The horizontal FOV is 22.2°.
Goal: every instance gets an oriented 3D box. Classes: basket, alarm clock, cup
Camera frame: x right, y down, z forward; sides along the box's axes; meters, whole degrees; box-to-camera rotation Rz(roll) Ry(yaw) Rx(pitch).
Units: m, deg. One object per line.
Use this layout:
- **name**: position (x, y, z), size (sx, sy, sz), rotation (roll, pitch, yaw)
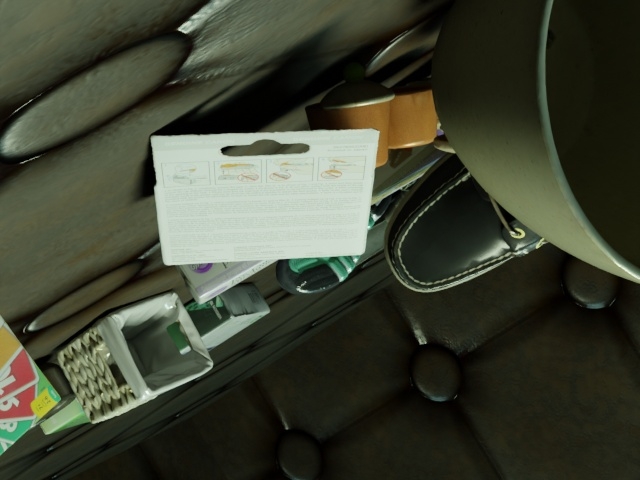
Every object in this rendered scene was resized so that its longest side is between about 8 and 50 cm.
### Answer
- **basket**: position (-0.228, 0.143, 1.992), size (0.103, 0.113, 0.167), rotation (-30, 175, 25)
- **alarm clock**: position (-0.352, 0.192, 1.991), size (0.192, 0.064, 0.129), rotation (-22, 169, -45)
- **cup**: position (0.225, -0.132, 1.297), size (0.331, 0.331, 0.237), rotation (-28, -162, -28)

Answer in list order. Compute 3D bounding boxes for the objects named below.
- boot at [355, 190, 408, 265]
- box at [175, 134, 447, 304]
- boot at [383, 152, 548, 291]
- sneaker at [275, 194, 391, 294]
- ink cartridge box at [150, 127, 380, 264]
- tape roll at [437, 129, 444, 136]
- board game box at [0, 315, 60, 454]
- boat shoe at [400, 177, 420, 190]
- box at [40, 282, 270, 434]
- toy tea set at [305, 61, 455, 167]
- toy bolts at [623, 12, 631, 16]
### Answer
- **boot**: position (0.109, -0.018, 2.487), size (0.208, 0.076, 0.190), rotation (-43, 154, 30)
- **box**: position (-0.012, -0.038, 1.814), size (0.324, 0.063, 0.067), rotation (-30, 173, -10)
- **boot**: position (0.235, -0.049, 1.647), size (0.377, 0.138, 0.284), rotation (-28, -170, 6)
- **sneaker**: position (0.000, 0.000, 1.930), size (0.098, 0.083, 0.223), rotation (-25, -163, 45)
- **ink cartridge box**: position (-0.047, -0.052, 1.346), size (0.181, 0.056, 0.224), rotation (-3, 152, -3)
- **tape roll**: position (0.216, -0.131, 2.092), size (0.189, 0.080, 0.189), rotation (-30, 173, -4)
- **board game box**: position (-0.345, 0.170, 1.342), size (0.259, 0.124, 0.039), rotation (-42, -150, -21)
- **boat shoe**: position (0.106, -0.086, 2.095), size (0.049, 0.040, 0.142), rotation (-33, 174, 12)
- **box**: position (-0.242, 0.168, 2.368), size (0.322, 0.058, 0.232), rotation (-34, 173, 9)
- **toy tea set**: position (0.116, -0.152, 1.499), size (0.200, 0.124, 0.336), rotation (-2, -168, 27)
- **toy bolts**: position (0.373, -0.219, 1.467), size (0.228, 0.158, 0.218), rotation (-56, 179, -25)
